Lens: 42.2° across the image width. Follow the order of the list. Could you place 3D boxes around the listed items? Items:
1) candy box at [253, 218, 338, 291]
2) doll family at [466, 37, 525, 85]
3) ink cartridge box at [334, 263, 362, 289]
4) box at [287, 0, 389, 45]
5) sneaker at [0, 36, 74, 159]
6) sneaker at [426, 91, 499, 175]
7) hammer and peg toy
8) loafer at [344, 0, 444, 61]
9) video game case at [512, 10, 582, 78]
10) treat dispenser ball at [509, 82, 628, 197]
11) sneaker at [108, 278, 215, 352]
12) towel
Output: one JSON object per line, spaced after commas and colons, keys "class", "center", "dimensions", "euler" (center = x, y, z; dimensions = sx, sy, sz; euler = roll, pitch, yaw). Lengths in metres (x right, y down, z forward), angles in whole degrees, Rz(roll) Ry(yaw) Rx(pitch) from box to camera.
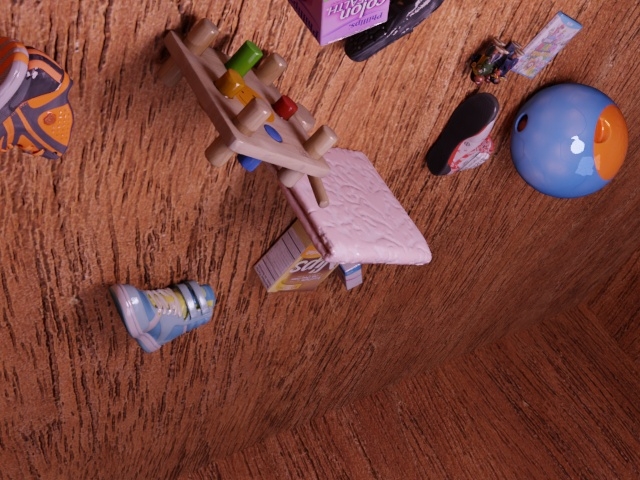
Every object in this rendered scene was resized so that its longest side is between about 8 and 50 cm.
{"class": "candy box", "center": [0.000, 0.000, 2.053], "dimensions": [0.182, 0.088, 0.316], "euler": [4, 137, -51]}
{"class": "doll family", "center": [0.381, -0.385, 1.826], "dimensions": [0.193, 0.076, 0.111], "euler": [-6, 139, -48]}
{"class": "ink cartridge box", "center": [0.069, 0.067, 2.245], "dimensions": [0.052, 0.089, 0.122], "euler": [-29, 154, -8]}
{"class": "box", "center": [0.002, -0.440, 1.143], "dimensions": [0.117, 0.214, 0.243], "euler": [-25, 154, -15]}
{"class": "sneaker", "center": [-0.484, -0.141, 1.226], "dimensions": [0.321, 0.125, 0.180], "euler": [-39, 152, 13]}
{"class": "sneaker", "center": [0.378, -0.263, 2.017], "dimensions": [0.144, 0.090, 0.270], "euler": [-13, 151, -37]}
{"class": "hammer and peg toy", "center": [-0.081, -0.209, 1.394], "dimensions": [0.127, 0.266, 0.361], "euler": [-44, 151, 22]}
{"class": "loafer", "center": [0.143, -0.401, 1.524], "dimensions": [0.223, 0.076, 0.078], "euler": [-40, 146, 6]}
{"class": "video game case", "center": [0.523, -0.452, 1.931], "dimensions": [0.119, 0.015, 0.166], "euler": [4, 136, -51]}
{"class": "treat dispenser ball", "center": [0.619, -0.249, 2.081], "dimensions": [0.288, 0.288, 0.288], "euler": [-26, 153, -14]}
{"class": "sneaker", "center": [-0.347, 0.136, 1.870], "dimensions": [0.208, 0.127, 0.319], "euler": [-26, 163, -9]}
{"class": "towel", "center": [0.053, -0.075, 1.721], "dimensions": [0.331, 0.317, 0.053], "euler": [2, 138, -48]}
